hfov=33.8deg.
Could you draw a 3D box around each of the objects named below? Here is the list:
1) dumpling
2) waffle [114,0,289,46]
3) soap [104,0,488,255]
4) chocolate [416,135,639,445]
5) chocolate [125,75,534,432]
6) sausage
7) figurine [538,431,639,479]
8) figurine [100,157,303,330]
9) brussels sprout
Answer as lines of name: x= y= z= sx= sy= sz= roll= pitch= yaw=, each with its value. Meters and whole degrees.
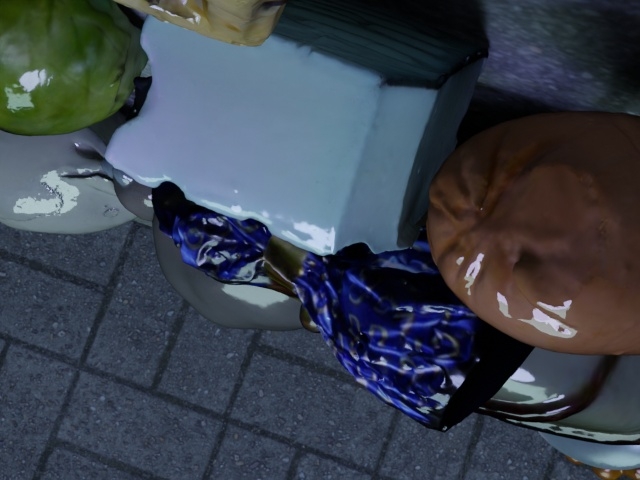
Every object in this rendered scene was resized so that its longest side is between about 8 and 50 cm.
dumpling: x=-0.306 y=-0.091 z=1.255 sx=0.341 sy=0.181 sz=0.260 roll=-7 pitch=172 yaw=23
waffle: x=-0.095 y=-0.179 z=0.236 sx=0.261 sy=0.114 sz=0.376 roll=23 pitch=173 yaw=-6
soap: x=0.005 y=-0.074 z=0.546 sx=0.145 sy=0.091 sz=0.230 roll=22 pitch=-160 yaw=5
chocolate: x=0.150 y=0.045 z=0.792 sx=0.284 sy=0.186 sz=0.283 roll=23 pitch=-178 yaw=-1
chocolate: x=-0.019 y=0.000 z=0.682 sx=0.343 sy=0.126 sz=0.148 roll=29 pitch=142 yaw=27
sausage: x=0.183 y=0.001 z=0.552 sx=0.304 sy=0.121 sz=0.121 roll=4 pitch=-174 yaw=-42
figurine: x=0.385 y=0.129 z=1.097 sx=0.382 sy=0.205 sz=0.225 roll=0 pitch=-176 yaw=-40
figurine: x=0.001 y=0.000 z=0.954 sx=0.381 sy=0.203 sz=0.248 roll=24 pitch=168 yaw=-41
brussels sprout: x=-0.219 y=-0.138 z=0.822 sx=0.149 sy=0.122 sz=0.151 roll=23 pitch=172 yaw=-7
